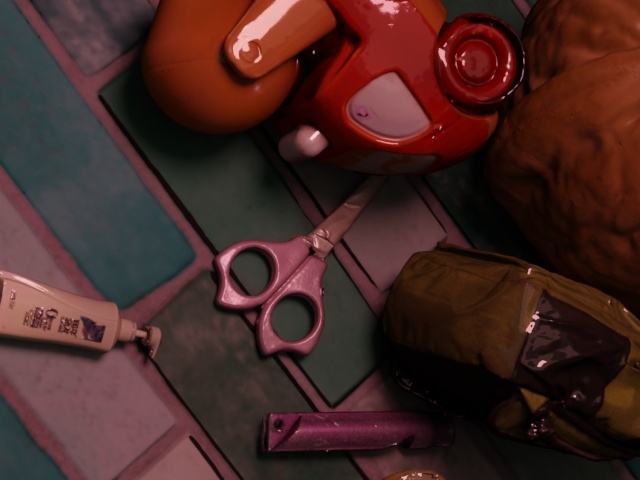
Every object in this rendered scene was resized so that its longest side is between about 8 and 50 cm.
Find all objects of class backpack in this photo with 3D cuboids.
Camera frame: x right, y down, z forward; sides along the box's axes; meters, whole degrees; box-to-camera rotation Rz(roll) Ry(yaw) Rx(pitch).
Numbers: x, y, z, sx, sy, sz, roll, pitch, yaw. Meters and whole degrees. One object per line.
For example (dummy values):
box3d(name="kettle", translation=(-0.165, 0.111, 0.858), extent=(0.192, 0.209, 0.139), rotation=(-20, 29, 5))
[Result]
box3d(name="backpack", translation=(0.182, 0.103, 1.462), extent=(0.253, 0.207, 0.140), rotation=(27, 84, -28))

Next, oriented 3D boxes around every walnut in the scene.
box3d(name="walnut", translation=(0.282, -0.093, 1.476), extent=(0.332, 0.333, 0.333), rotation=(5, 79, -27))

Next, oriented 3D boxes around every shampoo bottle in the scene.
box3d(name="shampoo bottle", translation=(-0.187, 0.060, 1.371), extent=(0.141, 0.034, 0.049), rotation=(14, 69, -26))

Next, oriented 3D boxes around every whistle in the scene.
box3d(name="whistle", translation=(0.032, 0.156, 1.467), extent=(0.176, 0.033, 0.033), rotation=(2, 80, -27))

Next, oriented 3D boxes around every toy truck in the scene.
box3d(name="toy truck", translation=(0.001, -0.134, 1.424), extent=(0.239, 0.189, 0.265), rotation=(-44, 101, -17))

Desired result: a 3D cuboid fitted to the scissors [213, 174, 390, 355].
box3d(name="scissors", translation=(0.000, 0.000, 1.485), extent=(0.110, 0.021, 0.212), rotation=(46, 64, -9))

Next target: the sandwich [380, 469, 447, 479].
box3d(name="sandwich", translation=(0.070, 0.322, 1.394), extent=(0.226, 0.087, 0.251), rotation=(42, 62, 9))
